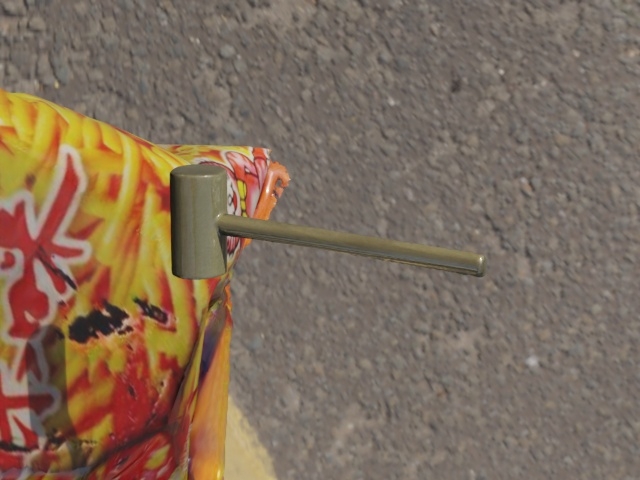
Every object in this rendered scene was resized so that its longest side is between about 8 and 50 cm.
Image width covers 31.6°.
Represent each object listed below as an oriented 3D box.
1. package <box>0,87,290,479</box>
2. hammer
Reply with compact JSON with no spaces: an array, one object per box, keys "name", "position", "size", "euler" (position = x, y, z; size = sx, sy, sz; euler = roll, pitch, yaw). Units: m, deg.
[{"name":"package","position":[-0.133,0.036,0.508],"size":[0.288,0.108,0.223],"euler":[15,88,-50]},{"name":"hammer","position":[0.000,0.000,0.353],"size":[0.110,0.019,0.035],"euler":[9,105,27]}]
